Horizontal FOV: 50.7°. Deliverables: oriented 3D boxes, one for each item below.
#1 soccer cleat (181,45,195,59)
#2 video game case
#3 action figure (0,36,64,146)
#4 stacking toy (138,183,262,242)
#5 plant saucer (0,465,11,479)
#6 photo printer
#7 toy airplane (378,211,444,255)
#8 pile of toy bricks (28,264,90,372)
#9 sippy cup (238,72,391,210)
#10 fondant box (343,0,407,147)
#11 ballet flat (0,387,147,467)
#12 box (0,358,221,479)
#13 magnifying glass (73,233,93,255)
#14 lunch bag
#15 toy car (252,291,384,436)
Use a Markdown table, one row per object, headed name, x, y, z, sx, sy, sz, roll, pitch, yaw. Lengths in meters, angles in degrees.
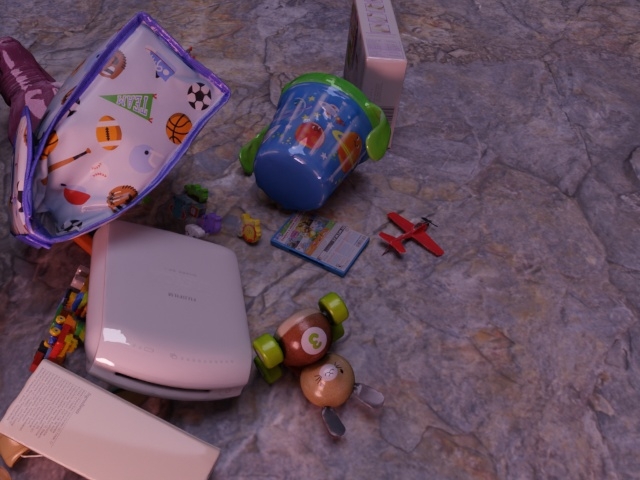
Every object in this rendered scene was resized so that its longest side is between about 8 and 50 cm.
| name | x | y | z | sx | sy | sz | roll | pitch | yaw |
| --- | --- | --- | --- | --- | --- | --- | --- | --- | --- |
| soccer cleat | -0.372 | -0.430 | 1.709 | 0.076 | 0.068 | 0.196 | -4 | 43 | 9 |
| video game case | 0.000 | 0.000 | 1.354 | 0.166 | 0.015 | 0.119 | 24 | 47 | 16 |
| action figure | -0.608 | -0.310 | 1.389 | 0.370 | 0.275 | 0.248 | 50 | 31 | 2 |
| stacking toy | -0.246 | -0.048 | 1.317 | 0.221 | 0.052 | 0.167 | 30 | 25 | 30 |
| plant saucer | -0.471 | 0.350 | 0.935 | 0.083 | 0.015 | 0.083 | 4 | 44 | -4 |
| photo printer | -0.241 | 0.116 | 1.076 | 0.256 | 0.107 | 0.308 | 16 | 34 | -25 |
| toy airplane | 0.177 | -0.012 | 1.381 | 0.151 | 0.028 | 0.151 | 5 | 45 | -5 |
| pile of toy bricks | -0.386 | 0.146 | 1.110 | 0.105 | 0.118 | 0.212 | 28 | 23 | -19 |
| sippy cup | -0.022 | -0.188 | 1.397 | 0.240 | 0.305 | 0.224 | 36 | 53 | -7 |
| fondant box | 0.124 | -0.417 | 1.633 | 0.096 | 0.238 | 0.330 | 1 | 45 | -6 |
| ballet flat | -0.356 | 0.273 | 1.004 | 0.232 | 0.080 | 0.073 | -14 | 76 | -18 |
| box | -0.282 | 0.277 | 0.921 | 0.275 | 0.094 | 0.113 | 29 | 64 | 0 |
| magnifying glass | -0.500 | -0.035 | 1.318 | 0.231 | 0.026 | 0.092 | 34 | 50 | 26 |
| lunch bag | -0.389 | -0.157 | 1.154 | 0.239 | 0.327 | 0.386 | 39 | 73 | -23 |
| toy car | 0.007 | 0.208 | 1.068 | 0.155 | 0.149 | 0.188 | -31 | 67 | -19 |
